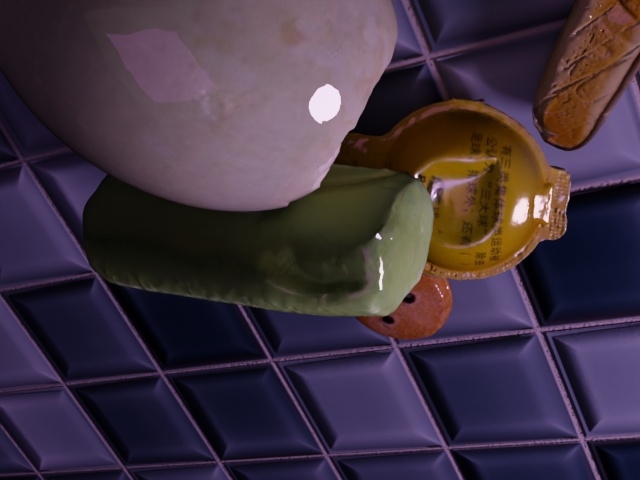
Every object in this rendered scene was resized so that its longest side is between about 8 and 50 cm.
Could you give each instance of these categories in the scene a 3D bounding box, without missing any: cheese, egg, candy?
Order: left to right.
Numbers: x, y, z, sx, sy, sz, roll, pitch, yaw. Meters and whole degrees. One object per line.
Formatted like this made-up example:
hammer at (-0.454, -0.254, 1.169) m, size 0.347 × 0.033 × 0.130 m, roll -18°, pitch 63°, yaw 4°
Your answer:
egg at (-0.118, -0.183, 0.836) m, size 0.336 × 0.278 × 0.278 m, roll 31°, pitch 132°, yaw -11°
candy at (-0.068, -0.008, 0.979) m, size 0.344 × 0.142 × 0.131 m, roll 6°, pitch 102°, yaw 31°
cheese at (0.095, -0.049, 0.984) m, size 0.271 × 0.069 × 0.176 m, roll 7°, pitch 110°, yaw 17°

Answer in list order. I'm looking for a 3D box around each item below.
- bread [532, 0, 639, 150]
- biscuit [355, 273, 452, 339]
bread at (0.233, -0.164, 0.863) m, size 0.073 × 0.053 × 0.214 m, roll 24°, pitch 135°, yaw 8°
biscuit at (-0.001, 0.002, 1.101) m, size 0.324 × 0.049 × 0.205 m, roll 37°, pitch 131°, yaw -12°
